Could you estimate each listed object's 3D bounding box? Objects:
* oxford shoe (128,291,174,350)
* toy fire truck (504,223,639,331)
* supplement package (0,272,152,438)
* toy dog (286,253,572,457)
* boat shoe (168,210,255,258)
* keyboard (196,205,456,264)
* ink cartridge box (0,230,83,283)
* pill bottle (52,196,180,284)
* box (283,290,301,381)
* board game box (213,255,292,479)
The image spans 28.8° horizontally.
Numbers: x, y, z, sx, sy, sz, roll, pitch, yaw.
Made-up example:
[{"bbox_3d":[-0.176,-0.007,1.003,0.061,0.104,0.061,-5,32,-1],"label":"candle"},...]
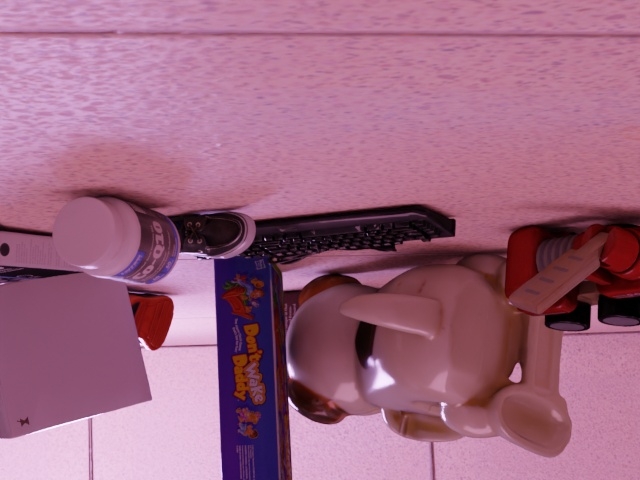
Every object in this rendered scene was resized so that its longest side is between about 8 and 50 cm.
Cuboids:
[{"bbox_3d":[-0.320,0.123,2.093,0.098,0.097,0.271,16,172,14],"label":"oxford shoe"},{"bbox_3d":[0.288,0.038,1.441,0.246,0.159,0.217,20,160,-39],"label":"toy fire truck"},{"bbox_3d":[-0.385,0.157,1.727,0.198,0.199,0.262,-12,177,-28],"label":"supplement package"},{"bbox_3d":[0.119,0.169,1.811,0.395,0.285,0.408,5,171,-39],"label":"toy dog"},{"bbox_3d":[-0.132,-0.005,1.300,0.142,0.049,0.040,-5,171,35],"label":"boat shoe"},{"bbox_3d":[0.000,0.000,1.437,0.317,0.033,0.201,-5,172,23],"label":"keyboard"},{"bbox_3d":[-0.407,0.019,1.408,0.206,0.045,0.208,-7,170,32],"label":"ink cartridge box"},{"bbox_3d":[-0.196,0.000,1.200,0.078,0.078,0.137,-5,172,17],"label":"pill bottle"},{"bbox_3d":[0.018,0.175,2.198,0.203,0.167,0.168,-6,171,26],"label":"box"},{"bbox_3d":[-0.091,0.206,1.746,0.078,0.347,0.233,-3,173,2],"label":"board game box"}]
